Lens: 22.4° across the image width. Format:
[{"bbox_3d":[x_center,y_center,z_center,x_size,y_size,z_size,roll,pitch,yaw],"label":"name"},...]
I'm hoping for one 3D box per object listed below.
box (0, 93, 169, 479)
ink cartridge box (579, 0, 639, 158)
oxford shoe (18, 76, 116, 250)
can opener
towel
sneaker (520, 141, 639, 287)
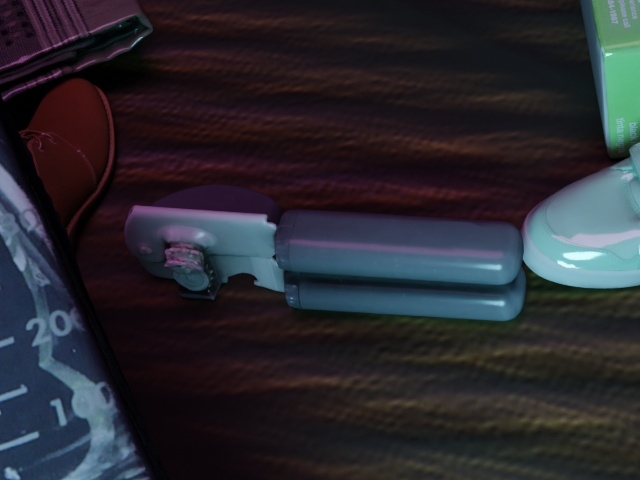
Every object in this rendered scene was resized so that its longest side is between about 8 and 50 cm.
[{"bbox_3d":[-0.312,0.186,0.843,0.479,0.297,0.472,-24,51,-8],"label":"box"},{"bbox_3d":[0.323,-0.180,1.138,0.272,0.115,0.198,-7,50,7],"label":"ink cartridge box"},{"bbox_3d":[-0.200,-0.056,1.178,0.076,0.076,0.212,-4,45,14],"label":"oxford shoe"},{"bbox_3d":[0.000,0.000,1.086,0.280,0.074,0.093,6,51,17],"label":"can opener"},{"bbox_3d":[-0.321,-0.186,1.326,0.312,0.056,0.324,-22,42,-9],"label":"towel"},{"bbox_3d":[0.243,-0.064,1.034,0.255,0.151,0.094,-18,50,-1],"label":"sneaker"}]
